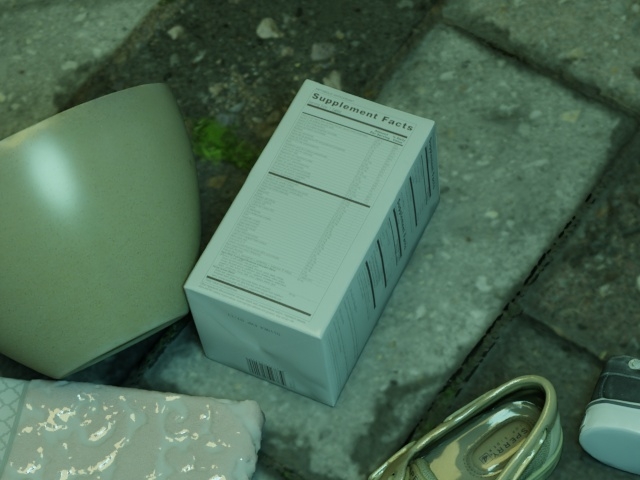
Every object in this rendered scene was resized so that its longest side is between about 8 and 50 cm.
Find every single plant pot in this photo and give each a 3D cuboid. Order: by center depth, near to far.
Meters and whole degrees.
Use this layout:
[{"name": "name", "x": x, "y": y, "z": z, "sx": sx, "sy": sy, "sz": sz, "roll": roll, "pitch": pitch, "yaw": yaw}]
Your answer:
[{"name": "plant pot", "x": -0.217, "y": 0.010, "z": 1.521, "sx": 0.284, "sy": 0.284, "sz": 0.191, "roll": -27, "pitch": 88, "yaw": -11}]

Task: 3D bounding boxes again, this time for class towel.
[{"name": "towel", "x": -0.230, "y": 0.268, "z": 1.461, "sx": 0.317, "sy": 0.053, "sz": 0.331, "roll": 7, "pitch": 60, "yaw": 10}]

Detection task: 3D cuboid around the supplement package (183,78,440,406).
[{"name": "supplement package", "x": 0.000, "y": 0.000, "z": 1.556, "sx": 0.139, "sy": 0.134, "sz": 0.244, "roll": 21, "pitch": 63, "yaw": 18}]

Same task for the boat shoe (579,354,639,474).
[{"name": "boat shoe", "x": 0.374, "y": 0.165, "z": 1.438, "sx": 0.301, "sy": 0.108, "sz": 0.102, "roll": 12, "pitch": 60, "yaw": 21}]

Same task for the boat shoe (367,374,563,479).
[{"name": "boat shoe", "x": 0.082, "y": 0.221, "z": 1.430, "sx": 0.302, "sy": 0.098, "sz": 0.109, "roll": -36, "pitch": 61, "yaw": -16}]
